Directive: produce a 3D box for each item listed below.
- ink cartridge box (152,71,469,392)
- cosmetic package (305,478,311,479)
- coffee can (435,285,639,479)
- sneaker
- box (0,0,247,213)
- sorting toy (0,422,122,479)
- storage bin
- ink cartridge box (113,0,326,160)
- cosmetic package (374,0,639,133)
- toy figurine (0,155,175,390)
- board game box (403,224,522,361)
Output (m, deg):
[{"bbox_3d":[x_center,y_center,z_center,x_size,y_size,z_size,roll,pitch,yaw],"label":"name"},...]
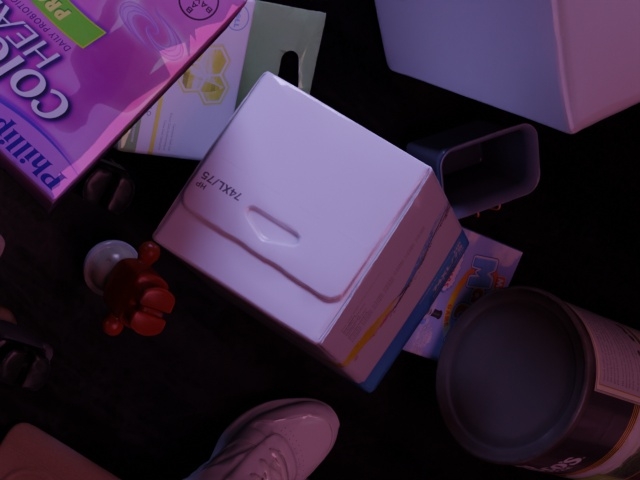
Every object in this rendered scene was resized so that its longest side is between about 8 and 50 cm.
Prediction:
[{"bbox_3d":[0.000,0.000,1.550,0.197,0.198,0.270,-56,162,-5],"label":"ink cartridge box"},{"bbox_3d":[0.074,0.396,1.834,0.309,0.160,0.113,37,84,-37],"label":"cosmetic package"},{"bbox_3d":[0.296,0.179,1.846,0.275,0.201,0.201,20,95,-48],"label":"coffee can"},{"bbox_3d":[-0.089,0.283,1.691,0.305,0.152,0.114,-32,120,-22],"label":"sneaker"},{"bbox_3d":[-0.226,-0.185,1.347,0.213,0.117,0.243,44,80,-6],"label":"box"},{"bbox_3d":[-0.280,0.318,1.596,0.193,0.038,0.208,31,85,3],"label":"sorting toy"},{"bbox_3d":[0.166,-0.083,1.770,0.135,0.091,0.098,-20,116,-26],"label":"storage bin"},{"bbox_3d":[-0.095,-0.165,1.594,0.235,0.056,0.171,6,102,-32],"label":"ink cartridge box"},{"bbox_3d":[0.282,-0.356,1.604,0.394,0.329,0.327,-25,119,-23],"label":"cosmetic package"},{"bbox_3d":[-0.263,0.014,1.496,0.209,0.148,0.213,-28,121,-16],"label":"toy figurine"},{"bbox_3d":[0.122,0.051,1.819,0.211,0.039,0.160,20,94,-37],"label":"board game box"}]
